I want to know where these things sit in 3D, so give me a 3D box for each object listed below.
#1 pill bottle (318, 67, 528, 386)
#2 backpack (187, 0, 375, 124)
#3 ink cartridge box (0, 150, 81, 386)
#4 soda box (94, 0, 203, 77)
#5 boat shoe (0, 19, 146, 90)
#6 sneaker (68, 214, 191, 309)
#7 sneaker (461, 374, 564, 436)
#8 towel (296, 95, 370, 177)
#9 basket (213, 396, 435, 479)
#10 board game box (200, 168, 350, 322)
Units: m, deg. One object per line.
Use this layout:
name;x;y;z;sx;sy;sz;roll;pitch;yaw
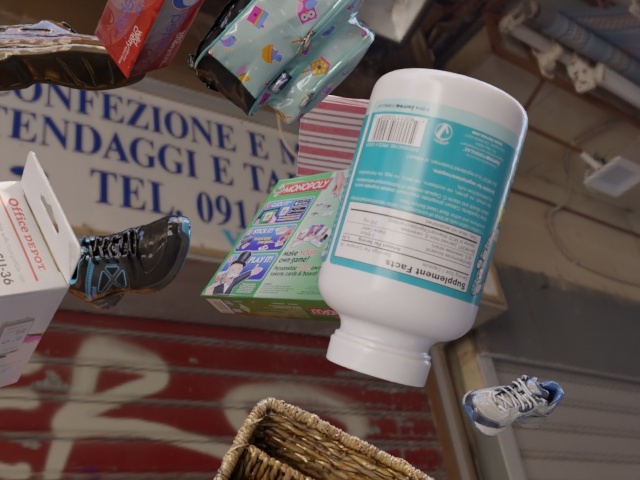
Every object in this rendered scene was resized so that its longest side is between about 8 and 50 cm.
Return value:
pill bottle;0.085;-0.008;0.662;0.146;0.264;0.146;16;-3;1
backpack;-0.023;-0.220;0.746;0.144;0.166;0.188;35;-71;-7
ink cartridge box;-0.276;0.030;0.609;0.067;0.115;0.198;-10;-32;-47
soda box;-0.219;-0.347;1.013;0.083;0.092;0.263;-32;-8;-43
boat shoe;-0.447;-0.324;1.234;0.307;0.104;0.110;0;-26;-3
sneaker;-0.382;0.040;1.391;0.341;0.125;0.140;-28;-40;32
sneaker;0.200;0.162;0.755;0.135;0.052;0.058;4;-44;-41
towel;0.027;-0.209;1.521;0.144;0.029;0.197;10;-55;4
basket;-0.018;0.400;1.000;0.299;0.213;0.223;28;-66;3
board game box;0.000;0.000;0.913;0.317;0.213;0.046;-3;-43;51
